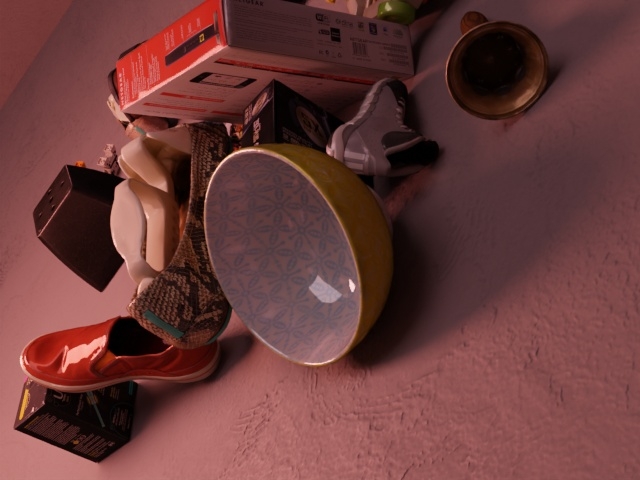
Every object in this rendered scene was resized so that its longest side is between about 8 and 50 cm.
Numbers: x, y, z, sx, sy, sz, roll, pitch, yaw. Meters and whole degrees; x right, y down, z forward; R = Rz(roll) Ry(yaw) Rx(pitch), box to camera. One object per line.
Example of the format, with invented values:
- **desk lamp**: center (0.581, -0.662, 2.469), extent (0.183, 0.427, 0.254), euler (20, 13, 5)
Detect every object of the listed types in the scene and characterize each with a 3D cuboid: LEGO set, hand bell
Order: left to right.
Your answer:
- **LEGO set**: center (-0.510, -0.095, 2.433), extent (0.087, 0.093, 0.227), euler (6, 58, 25)
- **hand bell**: center (0.212, -0.257, 1.454), extent (0.126, 0.126, 0.242), euler (-48, 18, 19)

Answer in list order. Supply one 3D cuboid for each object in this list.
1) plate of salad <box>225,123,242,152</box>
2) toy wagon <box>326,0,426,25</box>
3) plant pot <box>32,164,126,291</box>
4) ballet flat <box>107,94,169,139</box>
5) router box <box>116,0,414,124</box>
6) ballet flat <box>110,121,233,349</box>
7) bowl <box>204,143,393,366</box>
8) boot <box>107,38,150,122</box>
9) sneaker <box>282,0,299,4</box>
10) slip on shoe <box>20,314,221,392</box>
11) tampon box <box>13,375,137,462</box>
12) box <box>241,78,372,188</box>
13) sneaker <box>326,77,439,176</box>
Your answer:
- **plate of salad**: center (-0.123, -0.238, 1.986), extent (0.200, 0.048, 0.200), euler (-37, 36, 33)
- **toy wagon**: center (0.100, -0.447, 1.747), extent (0.344, 0.068, 0.267), euler (168, 112, -69)
- **plant pot**: center (-0.467, -0.042, 2.218), extent (0.187, 0.167, 0.188), euler (-53, 30, 11)
- **ballet flat**: center (-0.402, -0.283, 2.403), extent (0.107, 0.106, 0.316), euler (-56, 29, 6)
- **router box**: center (-0.085, -0.255, 1.646), extent (0.301, 0.335, 0.082), euler (-17, 75, 50)
- **ballet flat**: center (-0.222, -0.055, 1.645), extent (0.164, 0.182, 0.483), euler (-41, 34, 29)
- **bowl**: center (0.000, 0.000, 1.425), extent (0.156, 0.289, 0.289), euler (-25, 4, -40)
- **boot**: center (-0.283, -0.366, 2.259), extent (0.280, 0.096, 0.264), euler (-22, 27, 15)
- **sneaker**: center (-0.065, -0.530, 2.125), extent (0.145, 0.090, 0.270), euler (23, 85, 59)
- **slip on shoe**: center (-0.317, 0.161, 1.705), extent (0.331, 0.101, 0.123), euler (-4, 47, 20)
- **tampon box**: center (-0.400, 0.270, 1.823), extent (0.101, 0.161, 0.120), euler (-37, 35, 34)
- **box**: center (-0.018, -0.119, 1.571), extent (0.077, 0.180, 0.147), euler (-42, 33, 32)
- **sneaker**: center (0.109, -0.144, 1.519), extent (0.132, 0.086, 0.229), euler (13, 40, 22)
